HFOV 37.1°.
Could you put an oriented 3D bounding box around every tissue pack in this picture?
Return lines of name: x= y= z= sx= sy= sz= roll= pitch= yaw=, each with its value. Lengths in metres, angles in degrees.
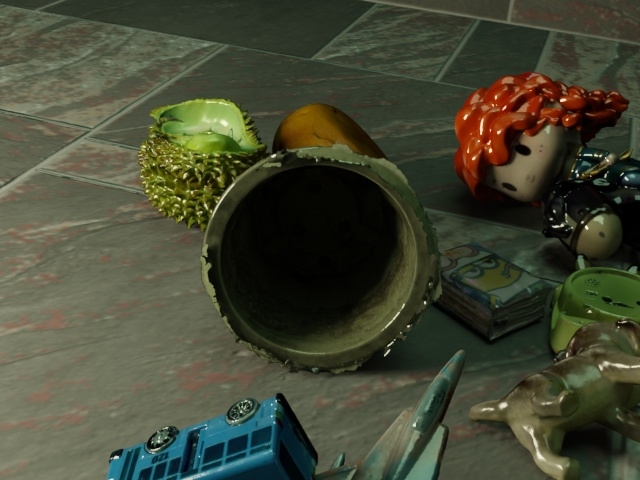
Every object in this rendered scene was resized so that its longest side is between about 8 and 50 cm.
tissue pack: x=0.222 y=0.065 z=1.320 sx=0.115 sy=0.065 sz=0.155 roll=-15 pitch=35 yaw=-36

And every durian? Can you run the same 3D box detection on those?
durian: x=-0.181 y=-0.115 z=1.473 sx=0.200 sy=0.176 sz=0.237 roll=-2 pitch=33 yaw=-33

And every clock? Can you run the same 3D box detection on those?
clock: x=0.397 y=0.092 z=1.295 sx=0.170 sy=0.069 sz=0.232 roll=9 pitch=28 yaw=6

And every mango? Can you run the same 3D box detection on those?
mango: x=0.020 y=-0.111 z=1.527 sx=0.201 sy=0.152 sz=0.287 roll=25 pitch=23 yaw=-42

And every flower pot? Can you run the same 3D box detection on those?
flower pot: x=0.000 y=0.000 z=1.230 sx=0.290 sy=0.290 sz=0.259 roll=5 pitch=14 yaw=-2

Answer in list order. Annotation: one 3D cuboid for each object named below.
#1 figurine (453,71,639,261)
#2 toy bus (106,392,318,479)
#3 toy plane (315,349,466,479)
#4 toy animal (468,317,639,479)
figurine: x=0.410 y=-0.106 z=1.539 sx=0.306 sy=0.241 sz=0.412 roll=-23 pitch=52 yaw=-18
toy bus: x=-0.103 y=0.221 z=0.866 sx=0.185 sy=0.090 sz=0.106 roll=-21 pitch=27 yaw=13
toy plane: x=0.072 y=0.234 z=0.902 sx=0.223 sy=0.104 sz=0.326 roll=18 pitch=46 yaw=22
toy animal: x=0.306 y=0.174 z=1.085 sx=0.233 sy=0.121 sz=0.169 roll=-22 pitch=21 yaw=-26
